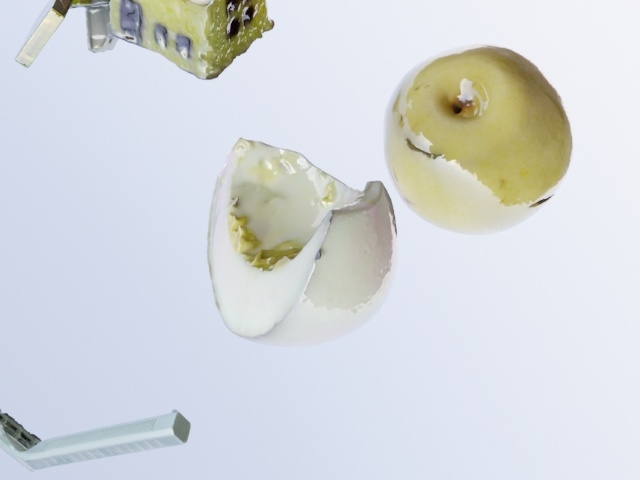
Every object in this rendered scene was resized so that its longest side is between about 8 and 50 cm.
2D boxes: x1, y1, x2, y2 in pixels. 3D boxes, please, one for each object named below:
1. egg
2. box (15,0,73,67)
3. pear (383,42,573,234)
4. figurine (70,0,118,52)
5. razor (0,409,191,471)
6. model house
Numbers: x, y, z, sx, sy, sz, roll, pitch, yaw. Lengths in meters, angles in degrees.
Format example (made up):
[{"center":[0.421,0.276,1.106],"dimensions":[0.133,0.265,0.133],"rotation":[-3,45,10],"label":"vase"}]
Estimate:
[{"center":[-0.008,0.016,0.999],"dimensions":[0.162,0.271,0.206],"rotation":[12,-82,-32],"label":"egg"},{"center":[-0.474,-0.390,1.582],"dimensions":[0.030,0.121,0.193],"rotation":[34,-155,-23],"label":"box"},{"center":[0.238,-0.161,1.406],"dimensions":[0.309,0.309,0.309],"rotation":[30,-137,-32],"label":"pear"},{"center":[-0.326,-0.465,1.749],"dimensions":[0.342,0.285,0.167],"rotation":[60,-151,-77],"label":"figurine"},{"center":[-0.261,0.222,0.992],"dimensions":[0.111,0.278,0.056],"rotation":[54,-140,-35],"label":"razor"},{"center":[-0.170,-0.368,1.188],"dimensions":[0.193,0.234,0.175],"rotation":[31,-130,19],"label":"model house"}]
